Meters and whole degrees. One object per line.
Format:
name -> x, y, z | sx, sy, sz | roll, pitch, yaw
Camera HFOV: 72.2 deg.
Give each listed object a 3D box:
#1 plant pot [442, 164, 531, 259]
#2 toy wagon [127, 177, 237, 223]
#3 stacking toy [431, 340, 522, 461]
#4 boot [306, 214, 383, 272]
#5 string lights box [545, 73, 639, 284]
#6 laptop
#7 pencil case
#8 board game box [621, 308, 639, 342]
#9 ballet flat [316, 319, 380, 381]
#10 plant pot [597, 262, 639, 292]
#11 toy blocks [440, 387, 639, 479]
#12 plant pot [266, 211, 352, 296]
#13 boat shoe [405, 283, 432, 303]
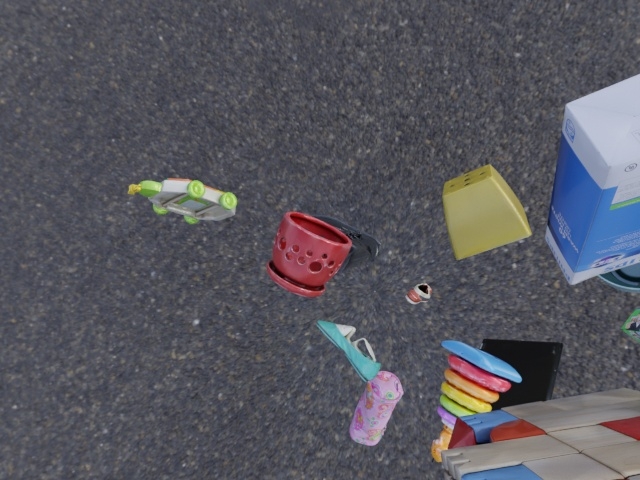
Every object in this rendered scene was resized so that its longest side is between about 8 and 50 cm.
plant pot -> 0.465, -0.098, 1.287 | 0.212, 0.212, 0.187 | -22, 105, 26
toy wagon -> -0.454, -0.139, 1.454 | 0.267, 0.344, 0.068 | -13, 66, 44
stacking toy -> 0.363, 0.426, 1.123 | 0.165, 0.175, 0.302 | 26, 87, -30
boot -> 0.002, 0.000, 1.538 | 0.367, 0.445, 0.146 | 13, 99, 20
string lights box -> 0.316, -0.050, 0.441 | 0.133, 0.260, 0.077 | -20, 58, 12
laptop -> 0.576, 0.540, 1.448 | 0.408, 0.382, 0.236 | -9, 116, 41
pencil case -> 0.181, 0.557, 1.443 | 0.124, 0.124, 0.284 | 19, 125, 9
board game box -> 0.603, 0.208, 0.571 | 0.317, 0.213, 0.046 | 38, 87, 7
ballet flat -> 0.095, 0.320, 1.363 | 0.087, 0.083, 0.247 | -45, 67, 0
plant pot -> 1.034, 0.045, 1.433 | 0.293, 0.196, 0.293 | -16, 60, 30
toy blocks -> 0.218, 0.205, 0.329 | 0.261, 0.381, 0.191 | -8, 82, -2
plant pot -> -0.038, 0.040, 1.135 | 0.191, 0.191, 0.174 | 28, 102, 9
boat shoe -> 0.270, 0.136, 1.165 | 0.049, 0.137, 0.043 | 45, 114, 23
